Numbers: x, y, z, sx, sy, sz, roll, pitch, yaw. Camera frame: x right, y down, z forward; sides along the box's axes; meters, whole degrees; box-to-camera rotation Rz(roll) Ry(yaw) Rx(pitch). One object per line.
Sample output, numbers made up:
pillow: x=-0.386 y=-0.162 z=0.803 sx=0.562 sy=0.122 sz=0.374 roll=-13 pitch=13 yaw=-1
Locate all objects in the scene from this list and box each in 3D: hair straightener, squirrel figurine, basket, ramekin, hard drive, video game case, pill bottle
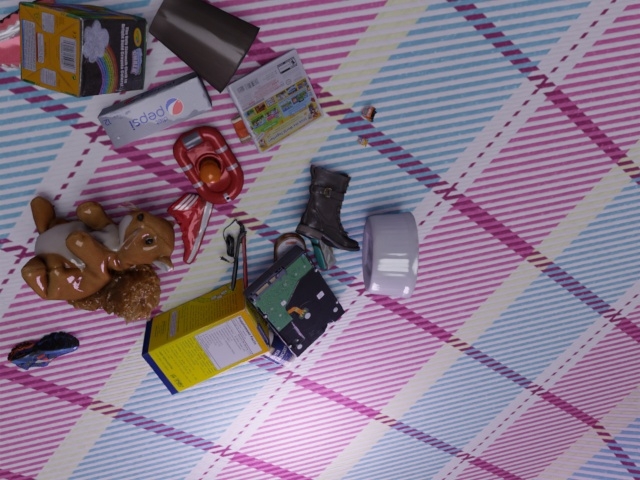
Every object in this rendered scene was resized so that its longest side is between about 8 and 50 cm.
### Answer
hair straightener: x=-0.274 y=0.047 z=1.745 sx=0.089 sy=0.047 sz=0.230 roll=-1 pitch=99 yaw=-2
squirrel figurine: x=-0.588 y=0.053 z=1.602 sx=0.371 sy=0.280 sz=0.396 roll=-13 pitch=136 yaw=-4
basket: x=-0.302 y=-0.520 z=1.413 sx=0.227 sy=0.154 sz=0.204 roll=30 pitch=122 yaw=-21
ramekin: x=0.214 y=0.045 z=1.763 sx=0.135 sy=0.277 sz=0.277 roll=1 pitch=118 yaw=-4
hard drive: x=-0.079 y=0.205 z=1.831 sx=0.237 sy=0.064 sz=0.338 roll=-43 pitch=131 yaw=-12
video game case: x=-0.120 y=-0.384 z=1.540 sx=0.227 sy=0.026 sz=0.206 roll=-35 pitch=117 yaw=-19
pill bottle: x=-0.171 y=0.370 z=1.947 sx=0.169 sy=0.094 sz=0.094 roll=32 pitch=107 yaw=-25

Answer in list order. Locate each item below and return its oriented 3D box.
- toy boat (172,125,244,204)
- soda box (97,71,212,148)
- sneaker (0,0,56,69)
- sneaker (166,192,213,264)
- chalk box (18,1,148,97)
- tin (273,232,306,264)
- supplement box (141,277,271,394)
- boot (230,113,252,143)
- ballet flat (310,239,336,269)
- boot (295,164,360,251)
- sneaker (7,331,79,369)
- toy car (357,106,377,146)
toy boat: x=-0.312 y=-0.201 z=1.577 sx=0.151 sy=0.151 sz=0.231 roll=-28 pitch=120 yaw=4
soda box: x=-0.441 y=-0.354 z=1.501 sx=0.287 sy=0.091 sz=0.098 roll=-23 pitch=120 yaw=0
sneaker: x=-0.757 y=-0.463 z=1.361 sx=0.314 sy=0.116 sz=0.136 roll=-28 pitch=121 yaw=3
sneaker: x=-0.413 y=-0.043 z=1.692 sx=0.128 sy=0.087 sz=0.221 roll=19 pitch=100 yaw=-12
chalk box: x=-0.543 y=-0.463 z=1.344 sx=0.179 sy=0.289 sz=0.180 roll=19 pitch=114 yaw=15
tin: x=-0.100 y=0.064 z=1.834 sx=0.106 sy=0.040 sz=0.189 roll=-5 pitch=119 yaw=-15
supplement box: x=-0.367 y=0.309 z=1.814 sx=0.357 sy=0.195 sz=0.194 roll=-24 pitch=119 yaw=2
boot: x=-0.177 y=-0.348 z=1.585 sx=0.158 sy=0.059 sz=0.084 roll=-28 pitch=115 yaw=5
ballet flat: x=0.000 y=0.000 z=1.813 sx=0.068 sy=0.072 sz=0.213 roll=-35 pitch=124 yaw=-24
boot: x=0.051 y=-0.097 z=1.724 sx=0.263 sy=0.091 sz=0.228 roll=22 pitch=84 yaw=-36
sneaker: x=-0.887 y=0.361 z=1.805 sx=0.222 sy=0.083 sz=0.087 roll=-13 pitch=133 yaw=1
toy car: x=0.131 y=-0.342 z=1.657 sx=0.041 sy=0.060 sz=0.121 roll=22 pitch=107 yaw=12
